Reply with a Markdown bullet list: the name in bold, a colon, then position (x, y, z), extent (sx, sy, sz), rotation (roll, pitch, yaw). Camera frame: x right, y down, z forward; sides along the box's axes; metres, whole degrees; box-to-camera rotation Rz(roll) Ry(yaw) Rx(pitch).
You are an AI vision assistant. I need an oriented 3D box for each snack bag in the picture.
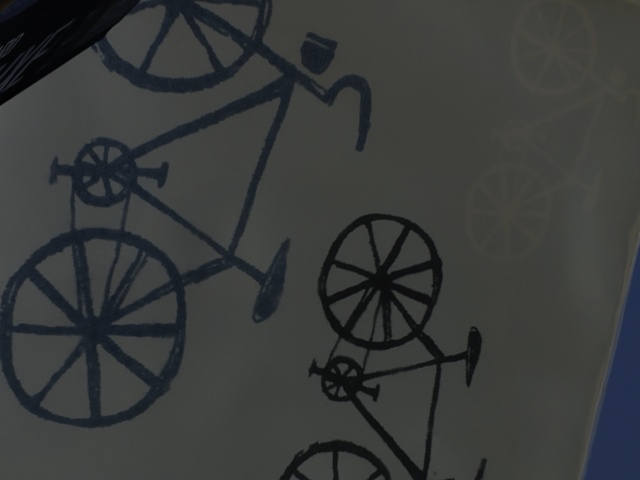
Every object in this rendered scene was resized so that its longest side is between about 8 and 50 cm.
- **snack bag**: position (0.000, 0.000, 0.793), extent (0.343, 0.037, 0.323), rotation (12, -88, -18)

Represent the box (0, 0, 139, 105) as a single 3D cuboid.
- **box**: position (-0.187, -0.128, 0.324), extent (0.307, 0.076, 0.242), rotation (45, -146, -1)
